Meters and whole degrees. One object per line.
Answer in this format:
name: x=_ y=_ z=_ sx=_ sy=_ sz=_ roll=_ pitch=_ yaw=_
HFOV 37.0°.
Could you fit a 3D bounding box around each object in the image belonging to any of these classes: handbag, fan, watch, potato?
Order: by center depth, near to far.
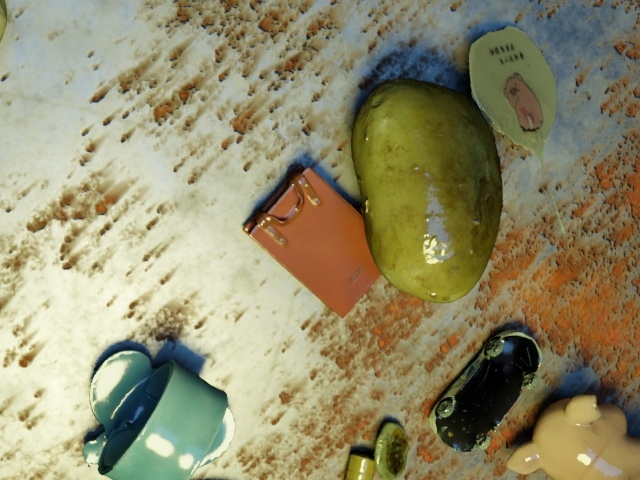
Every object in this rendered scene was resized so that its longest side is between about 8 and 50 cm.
watch: x=-0.209 y=0.252 z=1.233 sx=0.211 sy=0.193 sz=0.211 roll=-1 pitch=96 yaw=-14
potato: x=0.143 y=-0.068 z=1.280 sx=0.210 sy=0.173 sz=0.307 roll=7 pitch=77 yaw=-43
handbag: x=0.000 y=0.000 z=1.325 sx=0.190 sy=0.063 sz=0.127 roll=43 pitch=86 yaw=-19
fan: x=0.301 y=-0.154 z=1.360 sx=0.182 sy=0.010 sz=0.310 roll=-23 pitch=94 yaw=-36

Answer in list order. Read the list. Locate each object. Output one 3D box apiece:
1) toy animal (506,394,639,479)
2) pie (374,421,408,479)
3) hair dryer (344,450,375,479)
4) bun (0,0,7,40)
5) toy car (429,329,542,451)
toy animal: x=0.423 y=0.334 z=1.435 sx=0.250 sy=0.154 sz=0.166 roll=33 pitch=96 yaw=-14
pie: x=0.104 y=0.307 z=1.399 sx=0.085 sy=0.017 sz=0.085 roll=3 pitch=87 yaw=-52
hair dryer: x=0.046 y=0.448 z=1.391 sx=0.135 sy=0.090 sz=0.279 roll=13 pitch=88 yaw=-16
bun: x=-0.493 y=-0.281 z=1.113 sx=0.239 sy=0.141 sz=0.239 roll=-4 pitch=105 yaw=-14
toy car: x=0.247 y=0.222 z=1.423 sx=0.095 sy=0.056 sz=0.205 roll=42 pitch=82 yaw=-16
